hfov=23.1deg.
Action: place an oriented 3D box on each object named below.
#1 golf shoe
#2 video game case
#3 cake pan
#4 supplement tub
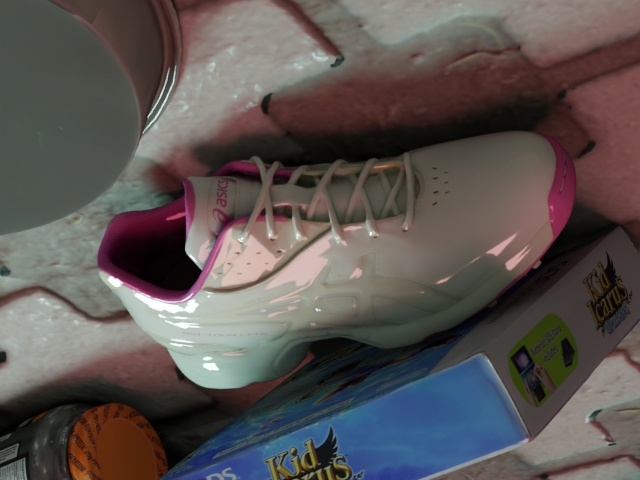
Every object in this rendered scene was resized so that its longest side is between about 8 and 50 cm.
[{"bbox_3d":[0.000,0.000,0.933,0.306,0.115,0.140,-23,137,28],"label":"golf shoe"},{"bbox_3d":[0.053,0.096,0.990,0.269,0.061,0.244,-26,-178,32],"label":"video game case"},{"bbox_3d":[-0.222,-0.090,0.840,0.293,0.054,0.293,0,147,0],"label":"cake pan"},{"bbox_3d":[-0.217,0.197,1.216,0.190,0.117,0.117,-24,140,30],"label":"supplement tub"}]
